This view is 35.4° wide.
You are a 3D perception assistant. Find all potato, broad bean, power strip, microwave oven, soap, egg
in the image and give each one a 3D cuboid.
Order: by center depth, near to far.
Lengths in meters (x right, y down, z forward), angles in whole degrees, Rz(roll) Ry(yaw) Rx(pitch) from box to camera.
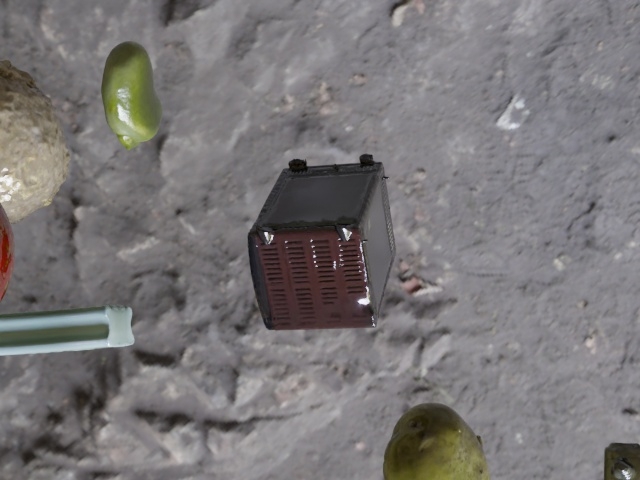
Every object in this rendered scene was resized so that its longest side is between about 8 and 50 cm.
[{"bbox_3d":[0.467,0.375,1.491,0.066,0.092,0.387,-4,155,21],"label":"power strip"},{"bbox_3d":[0.001,0.002,1.493,0.188,0.247,0.178,0,118,14],"label":"microwave oven"},{"bbox_3d":[-0.533,-0.148,1.519,0.310,0.279,0.279,27,153,-38],"label":"egg"},{"bbox_3d":[-0.399,0.137,1.533,0.198,0.119,0.066,-5,84,9],"label":"soap"},{"bbox_3d":[-0.300,-0.222,1.566,0.082,0.124,0.174,4,145,11],"label":"broad bean"},{"bbox_3d":[0.197,0.394,1.684,0.228,0.197,0.148,48,161,-24],"label":"potato"}]

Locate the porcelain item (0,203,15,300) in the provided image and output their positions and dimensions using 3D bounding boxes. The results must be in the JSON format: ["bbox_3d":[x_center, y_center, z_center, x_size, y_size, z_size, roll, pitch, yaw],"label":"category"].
[{"bbox_3d":[-0.427,0.030,0.984,0.253,0.253,0.253,22,129,29],"label":"porcelain item"}]
